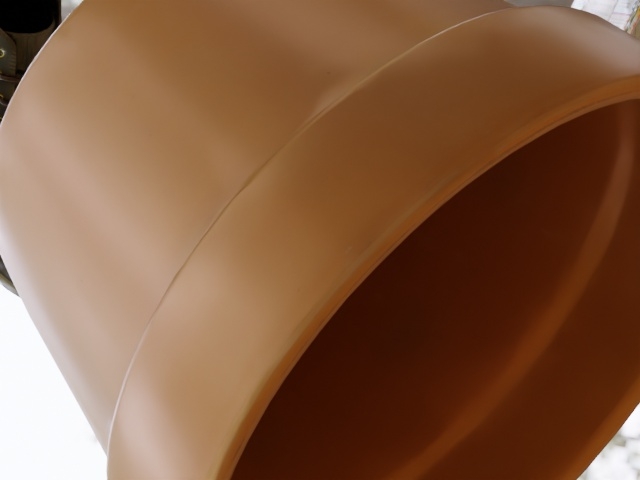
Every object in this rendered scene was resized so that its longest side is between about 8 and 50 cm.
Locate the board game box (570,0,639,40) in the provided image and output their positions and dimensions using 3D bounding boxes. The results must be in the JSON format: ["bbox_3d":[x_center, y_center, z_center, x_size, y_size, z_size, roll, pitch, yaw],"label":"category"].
[{"bbox_3d":[0.204,-0.154,1.257,0.045,0.147,0.193,24,-83,-12],"label":"board game box"}]

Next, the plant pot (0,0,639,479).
[{"bbox_3d":[0.000,0.000,0.818,0.291,0.203,0.291,-34,-32,-24],"label":"plant pot"}]

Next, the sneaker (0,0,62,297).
[{"bbox_3d":[-0.182,-0.068,1.206,0.083,0.118,0.222,-29,-87,-38],"label":"sneaker"}]
